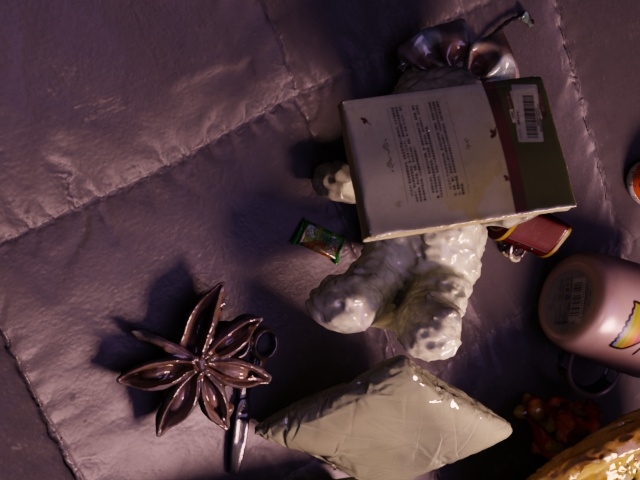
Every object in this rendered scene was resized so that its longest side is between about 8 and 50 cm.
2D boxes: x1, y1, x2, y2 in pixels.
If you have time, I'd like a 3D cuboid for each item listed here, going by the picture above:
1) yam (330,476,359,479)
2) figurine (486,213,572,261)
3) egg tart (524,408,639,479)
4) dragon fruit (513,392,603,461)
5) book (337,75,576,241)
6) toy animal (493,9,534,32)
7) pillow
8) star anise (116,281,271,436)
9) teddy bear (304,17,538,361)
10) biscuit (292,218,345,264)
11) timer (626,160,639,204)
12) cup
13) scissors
[{"bbox_3d":[-0.041,0.438,1.338,0.268,0.161,0.161,-2,98,-27],"label":"yam"},{"bbox_3d":[0.347,-0.008,1.545,0.154,0.082,0.098,20,100,-31],"label":"figurine"},{"bbox_3d":[0.486,0.445,1.518,0.443,0.178,0.443,-15,143,-12],"label":"egg tart"},{"bbox_3d":[0.418,0.326,1.605,0.207,0.150,0.133,27,54,-24],"label":"dragon fruit"},{"bbox_3d":[0.180,-0.113,1.227,0.289,0.026,0.201,-8,75,-8],"label":"book"},{"bbox_3d":[0.272,-0.272,1.473,0.253,0.070,0.079,-69,156,-18],"label":"toy animal"},{"bbox_3d":[0.096,0.270,1.347,0.280,0.274,0.076,35,38,-37],"label":"pillow"},{"bbox_3d":[-0.164,0.177,1.268,0.212,0.073,0.197,-29,107,-15],"label":"star anise"},{"bbox_3d":[0.149,-0.092,1.291,0.375,0.327,0.362,-46,147,-57],"label":"teddy bear"},{"bbox_3d":[0.000,0.000,1.375,0.089,0.016,0.046,25,85,-30],"label":"biscuit"},{"bbox_3d":[0.631,-0.100,1.665,0.136,0.136,0.099,-3,104,-30],"label":"timer"},{"bbox_3d":[0.485,0.150,1.588,0.200,0.191,0.253,17,104,-28],"label":"cup"},{"bbox_3d":[-0.113,0.234,1.344,0.088,0.017,0.220,5,95,-29],"label":"scissors"}]
